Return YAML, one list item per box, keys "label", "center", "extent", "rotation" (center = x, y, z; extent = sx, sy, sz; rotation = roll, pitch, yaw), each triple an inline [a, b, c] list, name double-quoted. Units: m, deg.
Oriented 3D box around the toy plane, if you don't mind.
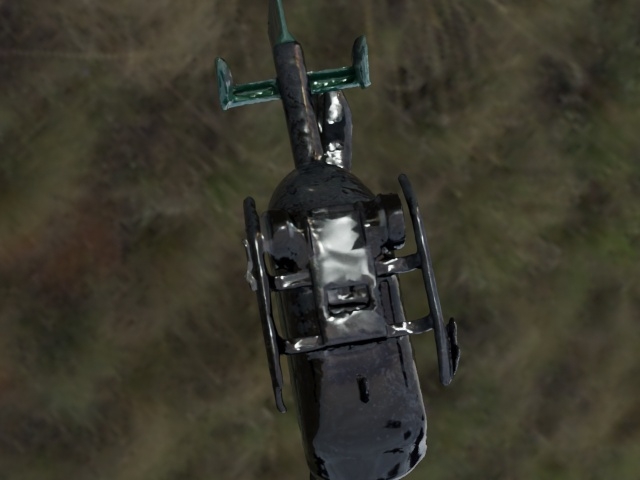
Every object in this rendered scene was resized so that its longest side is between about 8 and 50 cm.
- label: "toy plane"
  center: [0.000, 0.000, 0.932]
  extent: [0.106, 0.381, 0.155]
  rotation: [-10, 161, -6]
